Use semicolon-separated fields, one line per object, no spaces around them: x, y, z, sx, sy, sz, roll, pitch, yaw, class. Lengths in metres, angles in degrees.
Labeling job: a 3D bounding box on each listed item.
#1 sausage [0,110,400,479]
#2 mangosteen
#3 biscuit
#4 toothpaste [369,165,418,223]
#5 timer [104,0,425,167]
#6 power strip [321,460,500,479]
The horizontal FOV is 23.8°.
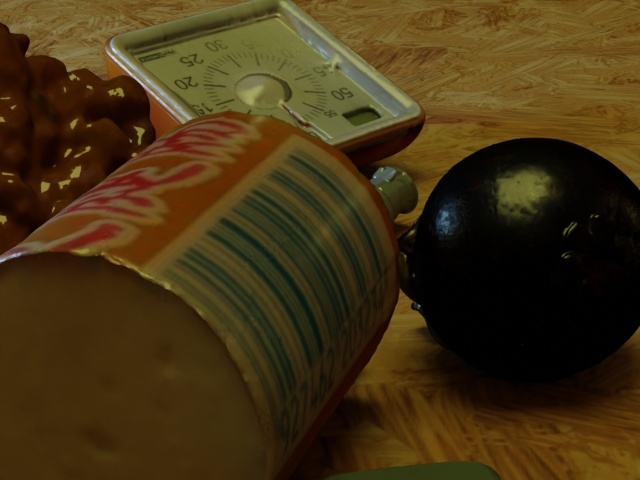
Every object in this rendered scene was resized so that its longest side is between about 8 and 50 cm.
-0.089;0.060;1.017;0.233;0.233;0.287;4;24;19;sausage
0.150;0.019;1.171;0.194;0.194;0.230;-17;-1;-29;mangosteen
-0.280;-0.054;1.205;0.110;0.312;0.318;-35;30;49;biscuit
0.000;0.000;1.397;0.089;0.057;0.234;13;34;40;toothpaste
-0.058;-0.128;1.590;0.257;0.161;0.250;-21;37;-38;timer
0.086;0.210;0.836;0.194;0.059;0.265;-7;22;4;power strip
